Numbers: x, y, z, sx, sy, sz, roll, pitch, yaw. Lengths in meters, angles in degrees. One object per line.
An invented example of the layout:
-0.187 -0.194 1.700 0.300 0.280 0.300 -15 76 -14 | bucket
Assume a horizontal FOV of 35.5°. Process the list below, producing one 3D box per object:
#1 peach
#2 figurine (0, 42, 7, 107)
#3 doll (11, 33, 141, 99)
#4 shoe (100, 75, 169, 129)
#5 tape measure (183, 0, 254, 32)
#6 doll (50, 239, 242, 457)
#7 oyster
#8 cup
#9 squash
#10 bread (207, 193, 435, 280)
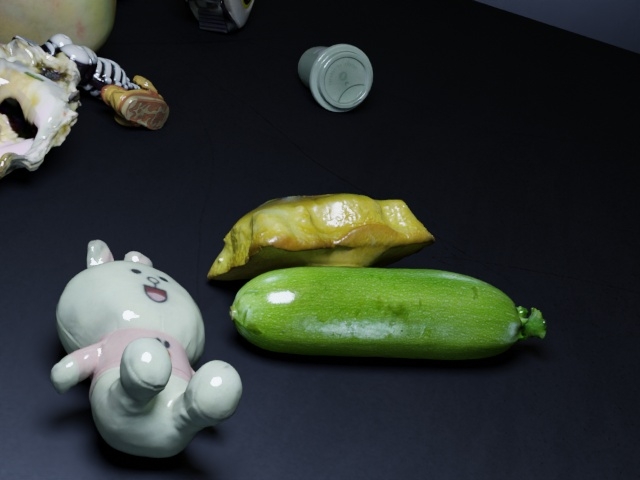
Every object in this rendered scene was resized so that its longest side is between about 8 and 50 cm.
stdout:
-0.458 -0.392 1.524 0.292 0.247 0.292 18 43 -18 | peach
-0.509 -0.249 1.343 0.287 0.186 0.176 36 64 -6 | figurine
-0.347 -0.250 1.455 0.091 0.067 0.219 41 15 29 | doll
-0.266 -0.201 1.444 0.069 0.072 0.109 32 28 19 | shoe
-0.206 -0.521 2.003 0.132 0.231 0.271 8 62 5 | tape measure
-0.163 0.094 0.871 0.154 0.113 0.275 14 17 -28 | doll
-0.402 -0.146 1.190 0.201 0.107 0.354 36 36 15 | oyster
0.021 -0.298 1.793 0.120 0.120 0.141 6 15 -22 | cup
0.084 0.078 1.064 0.378 0.101 0.101 7 27 -24 | squash
0.000 0.000 1.109 0.233 0.088 0.160 4 -10 -33 | bread
